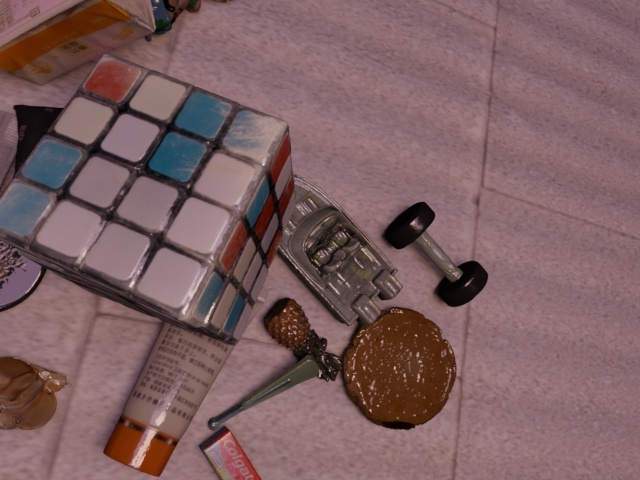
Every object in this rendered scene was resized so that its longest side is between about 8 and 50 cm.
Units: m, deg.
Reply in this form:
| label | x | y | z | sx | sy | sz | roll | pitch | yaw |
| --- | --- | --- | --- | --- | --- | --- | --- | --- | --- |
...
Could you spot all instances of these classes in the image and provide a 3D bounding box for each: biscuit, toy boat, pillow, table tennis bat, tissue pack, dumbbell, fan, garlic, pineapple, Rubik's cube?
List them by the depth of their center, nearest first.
| label | x | y | z | sx | sy | sz | roll | pitch | yaw |
| --- | --- | --- | --- | --- | --- | --- | --- | --- | --- |
| Rubik's cube | -0.193 | -0.034 | 0.628 | 0.259 | 0.253 | 0.256 | 20 | 72 | 9 |
| garlic | -0.406 | 0.207 | 0.634 | 0.074 | 0.094 | 0.113 | -37 | 103 | 17 |
| tissue pack | -0.365 | -0.353 | 0.673 | 0.225 | 0.124 | 0.185 | -14 | 86 | 20 |
| table tennis bat | -0.452 | -0.008 | 0.686 | 0.150 | 0.027 | 0.236 | 30 | 73 | -13 |
| pillow | -0.396 | -0.145 | 0.702 | 0.090 | 0.048 | 0.150 | 5 | 52 | -38 |
| fan | -0.088 | 0.244 | 0.753 | 0.193 | 0.016 | 0.038 | -30 | 110 | -7 |
| pineapple | -0.025 | 0.171 | 0.796 | 0.074 | 0.074 | 0.159 | -45 | 105 | -22 |
| toy boat | 0.000 | 0.000 | 0.820 | 0.319 | 0.092 | 0.141 | 47 | 66 | -6 |
| biscuit | 0.143 | 0.227 | 0.860 | 0.226 | 0.042 | 0.225 | 4 | 77 | -19 |
| dumbbell | 0.217 | 0.027 | 0.896 | 0.191 | 0.100 | 0.100 | 47 | 68 | -8 |

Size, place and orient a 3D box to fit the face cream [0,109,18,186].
| label | x | y | z | sx | sy | sz | roll | pitch | yaw |
| --- | --- | --- | --- | --- | --- | --- | --- | --- | --- |
| face cream | -0.634 | -0.145 | 0.597 | 0.420 | 0.137 | 0.234 | 21 | 59 | -24 |

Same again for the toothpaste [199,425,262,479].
| label | x | y | z | sx | sy | sz | roll | pitch | yaw |
| --- | --- | --- | --- | --- | --- | --- | --- | --- | --- |
| toothpaste | -0.104 | 0.376 | 0.735 | 0.070 | 0.044 | 0.193 | -32 | 93 | -25 |

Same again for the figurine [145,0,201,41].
| label | x | y | z | sx | sy | sz | roll | pitch | yaw |
| --- | --- | --- | --- | --- | --- | --- | --- | --- | --- |
| figurine | -0.269 | -0.432 | 0.795 | 0.145 | 0.114 | 0.178 | -13 | 76 | -21 |

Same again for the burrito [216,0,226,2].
| label | x | y | z | sx | sy | sz | roll | pitch | yaw |
| --- | --- | --- | --- | --- | --- | --- | --- | --- | --- |
| burrito | -0.222 | -0.473 | 0.851 | 0.149 | 0.041 | 0.055 | 34 | 57 | -12 |

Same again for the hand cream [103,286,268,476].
| label | x | y | z | sx | sy | sz | roll | pitch | yaw |
| --- | --- | --- | --- | --- | --- | --- | --- | --- | --- |
| hand cream | -0.205 | 0.174 | 0.714 | 0.140 | 0.089 | 0.314 | 31 | 66 | -8 |
